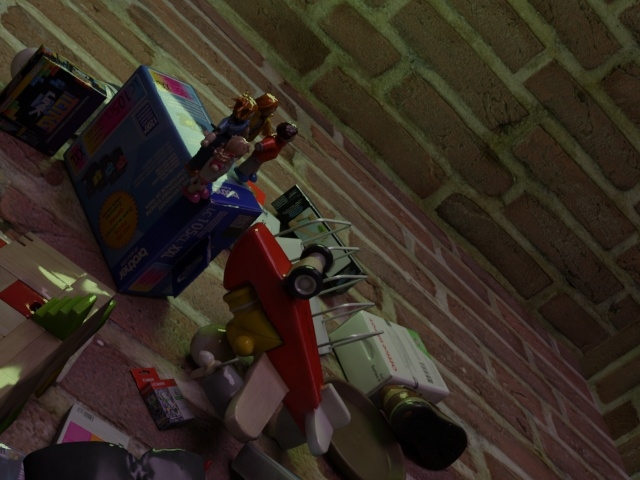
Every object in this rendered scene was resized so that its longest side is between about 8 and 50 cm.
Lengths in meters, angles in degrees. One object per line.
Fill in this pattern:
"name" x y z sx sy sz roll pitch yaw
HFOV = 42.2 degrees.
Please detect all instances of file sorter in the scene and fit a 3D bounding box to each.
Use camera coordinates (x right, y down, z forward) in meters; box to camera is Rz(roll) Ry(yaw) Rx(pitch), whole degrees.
"file sorter" 0.003 0.103 1.832 0.193 0.173 0.277 6 66 -63

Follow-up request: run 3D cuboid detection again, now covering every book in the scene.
"book" -0.314 0.286 1.122 0.096 0.035 0.144 39 11 -14

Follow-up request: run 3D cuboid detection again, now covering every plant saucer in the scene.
"plant saucer" 0.076 0.412 1.740 0.278 0.041 0.278 41 22 -21

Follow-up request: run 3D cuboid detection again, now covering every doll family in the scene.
"doll family" -0.142 -0.173 1.367 0.118 0.163 0.263 49 29 5

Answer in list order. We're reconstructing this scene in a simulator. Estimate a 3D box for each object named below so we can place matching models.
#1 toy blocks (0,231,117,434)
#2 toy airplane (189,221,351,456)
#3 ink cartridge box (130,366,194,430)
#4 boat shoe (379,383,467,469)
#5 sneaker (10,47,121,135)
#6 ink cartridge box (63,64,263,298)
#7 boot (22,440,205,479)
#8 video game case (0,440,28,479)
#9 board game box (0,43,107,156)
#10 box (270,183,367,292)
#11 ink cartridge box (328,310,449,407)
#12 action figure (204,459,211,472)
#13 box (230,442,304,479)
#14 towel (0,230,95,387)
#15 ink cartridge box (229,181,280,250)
"toy blocks" -0.436 0.080 0.997 0.261 0.190 0.381 35 24 -1
"toy airplane" -0.097 0.207 1.491 0.386 0.273 0.384 64 23 -60
"ink cartridge box" -0.257 0.249 1.346 0.115 0.029 0.063 58 22 20
"boat shoe" 0.238 0.421 1.920 0.120 0.123 0.324 48 -2 46
"sneaker" -0.489 -0.294 1.710 0.350 0.131 0.148 38 16 -44
"ink cartridge box" -0.285 -0.080 1.520 0.151 0.270 0.395 9 44 -55
"boot" -0.256 0.398 0.791 0.367 0.146 0.445 28 40 -39
"video game case" -0.356 0.341 0.989 0.173 0.022 0.190 39 23 -29
"board game box" -0.501 -0.253 1.522 0.141 0.170 0.048 32 25 -38
"box" 0.000 0.000 2.181 0.290 0.087 0.169 53 3 10
"ink cartridge box" 0.167 0.302 2.015 0.273 0.115 0.198 26 30 -48
"action figure" -0.086 0.441 1.220 0.280 0.139 0.091 55 21 8
"box" 0.023 0.460 1.348 0.322 0.058 0.232 43 -13 -25
"towel" -0.457 0.081 1.203 0.282 0.049 0.187 44 20 -10
"ink cartridge box" -0.228 -0.143 2.017 0.308 0.091 0.385 42 22 -20
